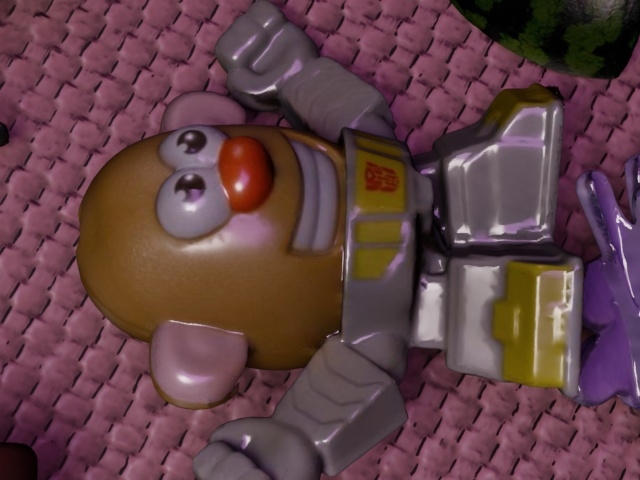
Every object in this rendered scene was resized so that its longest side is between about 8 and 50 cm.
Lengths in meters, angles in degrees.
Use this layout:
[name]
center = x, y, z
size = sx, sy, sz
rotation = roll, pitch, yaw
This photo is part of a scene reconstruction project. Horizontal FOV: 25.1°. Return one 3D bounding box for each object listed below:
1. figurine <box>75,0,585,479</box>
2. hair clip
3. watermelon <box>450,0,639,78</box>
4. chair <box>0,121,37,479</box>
[figurine]
center = 0.000, 0.002, 0.847
size = 0.284, 0.342, 0.167
rotation = 2, 124, 0
[hair clip]
center = 0.210, 0.091, 0.869
size = 0.137, 0.090, 0.278
rotation = -18, 80, -35
[watermelon]
center = 0.147, -0.184, 0.922
size = 0.137, 0.193, 0.145
rotation = 6, 77, -46
[chair]
center = -0.253, 0.003, 0.810
size = 0.226, 0.226, 0.401
rotation = 5, 79, -1
